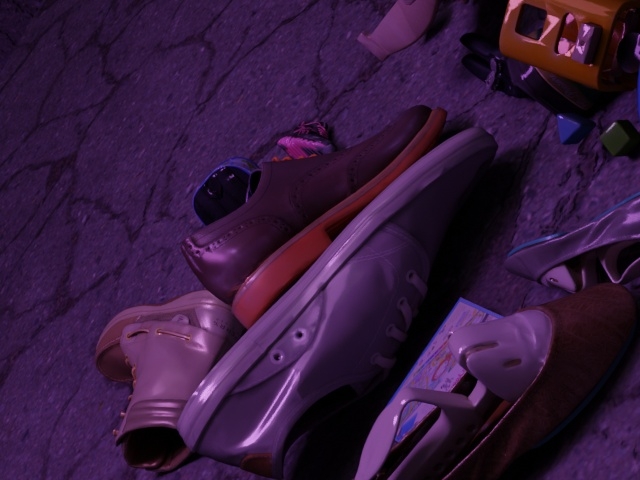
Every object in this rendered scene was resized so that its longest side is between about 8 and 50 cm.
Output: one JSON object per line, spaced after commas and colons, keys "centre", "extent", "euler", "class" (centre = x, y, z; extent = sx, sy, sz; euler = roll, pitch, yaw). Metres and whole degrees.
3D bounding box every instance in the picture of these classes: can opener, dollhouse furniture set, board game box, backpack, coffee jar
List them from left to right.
{"centre": [-0.093, -0.043, 2.212], "extent": [0.105, 0.114, 0.084], "euler": [-44, 7, 21], "class": "backpack"}
{"centre": [0.123, 0.134, 1.730], "extent": [0.154, 0.026, 0.103], "euler": [-55, 26, -5], "class": "board game box"}
{"centre": [0.170, -0.246, 2.007], "extent": [0.303, 0.174, 0.355], "euler": [-46, -2, -44], "class": "dollhouse furniture set"}
{"centre": [0.195, -0.193, 2.003], "extent": [0.186, 0.073, 0.059], "euler": [-149, 57, -68], "class": "can opener"}
{"centre": [0.279, -0.201, 1.809], "extent": [0.184, 0.096, 0.079], "euler": [-39, 37, 26], "class": "coffee jar"}

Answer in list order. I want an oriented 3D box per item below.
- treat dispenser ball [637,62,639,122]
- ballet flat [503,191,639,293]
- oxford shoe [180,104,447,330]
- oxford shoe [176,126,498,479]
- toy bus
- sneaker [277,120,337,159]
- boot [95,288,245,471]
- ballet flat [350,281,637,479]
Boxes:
{"centre": [0.375, -0.107, 1.309], "extent": [0.288, 0.288, 0.288], "euler": [-39, 29, 27], "class": "treat dispenser ball"}
{"centre": [0.247, 0.014, 1.635], "extent": [0.213, 0.072, 0.068], "euler": [-28, 65, 46], "class": "ballet flat"}
{"centre": [0.003, -0.059, 1.939], "extent": [0.364, 0.133, 0.130], "euler": [-41, -14, -36], "class": "oxford shoe"}
{"centre": [0.043, 0.069, 1.848], "extent": [0.449, 0.130, 0.169], "euler": [-48, -13, -14], "class": "oxford shoe"}
{"centre": [0.266, -0.186, 1.691], "extent": [0.202, 0.104, 0.191], "euler": [-32, 75, 37], "class": "toy bus"}
{"centre": [-0.008, -0.128, 2.264], "extent": [0.057, 0.047, 0.119], "euler": [-47, 25, -14], "class": "sneaker"}
{"centre": [-0.203, 0.178, 2.148], "extent": [0.262, 0.095, 0.203], "euler": [-19, 43, 43], "class": "boot"}
{"centre": [0.128, 0.150, 1.589], "extent": [0.342, 0.124, 0.116], "euler": [-47, 29, 12], "class": "ballet flat"}
